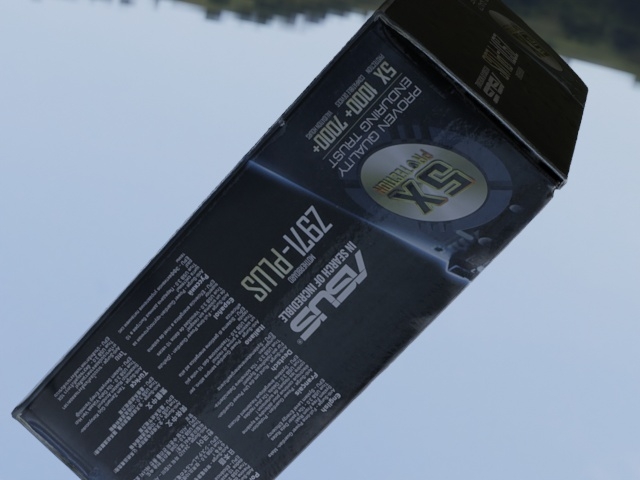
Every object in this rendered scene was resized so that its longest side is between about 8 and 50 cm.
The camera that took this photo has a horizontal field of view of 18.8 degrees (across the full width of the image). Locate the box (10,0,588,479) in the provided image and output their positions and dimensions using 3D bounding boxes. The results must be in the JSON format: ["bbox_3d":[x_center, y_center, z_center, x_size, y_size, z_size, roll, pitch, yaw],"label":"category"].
[{"bbox_3d":[0.000,0.000,0.649,0.077,0.180,0.147,43,-162,-3],"label":"box"}]
